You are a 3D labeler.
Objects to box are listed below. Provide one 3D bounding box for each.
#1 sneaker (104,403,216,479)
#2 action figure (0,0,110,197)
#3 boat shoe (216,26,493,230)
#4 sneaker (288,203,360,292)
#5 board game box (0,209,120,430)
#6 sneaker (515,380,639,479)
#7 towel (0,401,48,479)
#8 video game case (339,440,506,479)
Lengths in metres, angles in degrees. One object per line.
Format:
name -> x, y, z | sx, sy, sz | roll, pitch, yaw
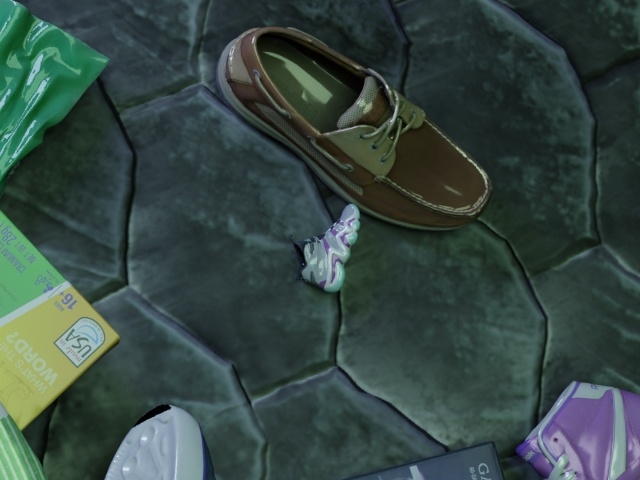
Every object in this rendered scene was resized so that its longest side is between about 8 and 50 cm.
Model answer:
sneaker -> -0.088, 0.336, 1.746 | 0.236, 0.130, 0.323 | 27, 49, -37
action figure -> -0.328, -0.116, 1.865 | 0.137, 0.063, 0.232 | 29, 78, -8
boat shoe -> 0.040, -0.116, 1.934 | 0.324, 0.116, 0.123 | 29, 72, -7
sneaker -> 0.000, 0.000, 1.937 | 0.069, 0.038, 0.098 | 19, 73, -11
board game box -> -0.387, 0.117, 1.769 | 0.316, 0.064, 0.242 | -44, 91, -11
sneaker -> 0.266, 0.281, 1.917 | 0.161, 0.102, 0.282 | 19, 62, -6
towel -> -0.411, 0.197, 1.705 | 0.248, 0.038, 0.325 | -34, 88, -11
video game case -> 0.077, 0.331, 1.887 | 0.274, 0.026, 0.196 | -12, 80, -18
